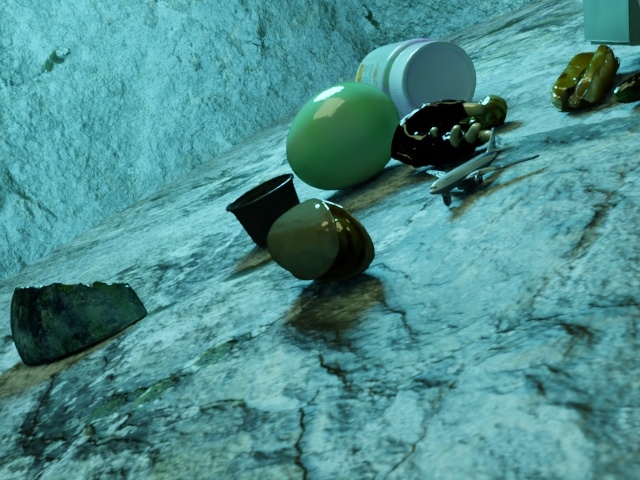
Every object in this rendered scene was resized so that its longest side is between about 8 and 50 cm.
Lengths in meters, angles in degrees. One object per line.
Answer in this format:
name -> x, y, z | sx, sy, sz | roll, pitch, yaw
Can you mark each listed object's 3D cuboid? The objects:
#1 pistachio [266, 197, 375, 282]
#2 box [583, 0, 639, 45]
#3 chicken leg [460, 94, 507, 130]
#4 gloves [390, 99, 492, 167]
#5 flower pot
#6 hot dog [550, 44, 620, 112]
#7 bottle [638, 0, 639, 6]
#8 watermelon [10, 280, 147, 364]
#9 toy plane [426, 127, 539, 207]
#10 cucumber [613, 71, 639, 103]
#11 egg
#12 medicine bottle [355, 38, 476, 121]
pistachio -> 0.000, 0.000, 1.165 | 0.130, 0.131, 0.206 | -3, 1, -30
box -> 0.683, -0.463, 1.555 | 0.225, 0.117, 0.225 | -7, 15, -1
chicken leg -> 0.335, -0.263, 1.658 | 0.093, 0.070, 0.178 | -37, 11, -17
gloves -> 0.250, -0.206, 1.508 | 0.203, 0.124, 0.164 | 23, 76, 38
flower pot -> -0.102, -0.059, 1.585 | 0.158, 0.106, 0.157 | -27, 16, 8
hot dog -> 0.530, -0.322, 1.520 | 0.109, 0.072, 0.269 | -11, 22, 38
bottle -> 0.532, -0.314, 1.059 | 0.173, 0.296, 0.206 | -28, 20, -4
watermelon -> -0.492, 0.128, 1.541 | 0.319, 0.148, 0.226 | -18, 9, 19
toy plane -> 0.252, -0.118, 1.305 | 0.226, 0.058, 0.226 | -4, 29, 46
cucumber -> 0.600, -0.292, 1.332 | 0.215, 0.058, 0.052 | -30, 49, -4
egg -> 0.049, -0.227, 1.683 | 0.270, 0.220, 0.220 | -34, 16, -11
medicine bottle -> 0.242, -0.414, 2.012 | 0.219, 0.219, 0.388 | -28, 16, -8
